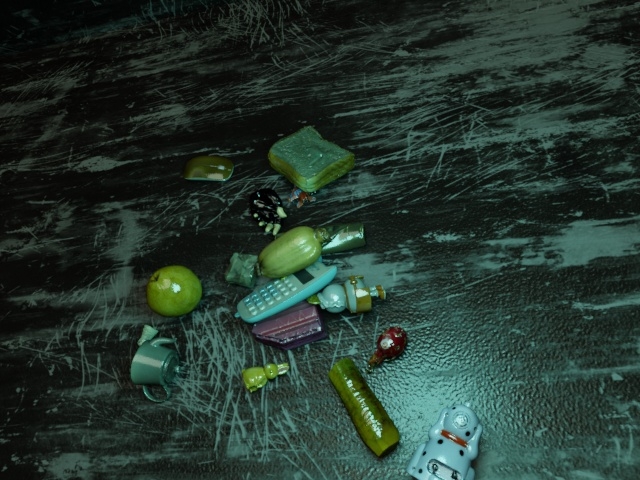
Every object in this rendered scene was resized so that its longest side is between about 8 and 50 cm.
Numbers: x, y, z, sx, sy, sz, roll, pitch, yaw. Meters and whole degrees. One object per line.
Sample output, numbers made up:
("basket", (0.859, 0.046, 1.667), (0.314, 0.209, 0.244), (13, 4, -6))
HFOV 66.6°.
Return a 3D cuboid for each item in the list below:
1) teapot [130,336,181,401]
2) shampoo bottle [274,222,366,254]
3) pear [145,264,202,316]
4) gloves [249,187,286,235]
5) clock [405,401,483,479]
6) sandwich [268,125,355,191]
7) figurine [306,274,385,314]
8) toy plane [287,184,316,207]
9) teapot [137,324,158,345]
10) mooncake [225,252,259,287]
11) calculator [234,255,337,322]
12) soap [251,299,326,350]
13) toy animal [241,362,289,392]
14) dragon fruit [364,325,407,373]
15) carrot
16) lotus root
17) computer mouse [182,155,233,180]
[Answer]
("teapot", (-0.572, 0.460, 1.750), (0.149, 0.162, 0.239), (9, 89, 7))
("shampoo bottle", (0.000, 0.000, 1.877), (0.350, 0.084, 0.125), (-9, 46, 10))
("pear", (-0.564, 0.191, 1.858), (0.209, 0.209, 0.208), (-7, 60, 12))
("gloves", (-0.213, -0.111, 1.985), (0.164, 0.124, 0.203), (-21, 78, 28))
("clock", (0.374, 0.584, 1.392), (0.189, 0.189, 0.254), (20, 69, 24))
("sandwich", (-0.051, -0.345, 2.048), (0.271, 0.099, 0.301), (-32, 55, -27))
("figurine", (0.090, 0.189, 1.695), (0.271, 0.143, 0.143), (8, 60, -11))
("toy plane", (-0.088, -0.224, 2.046), (0.130, 0.061, 0.189), (-24, 54, 2))
("teapot", (-0.669, 0.371, 1.873), (0.067, 0.057, 0.083), (-6, 55, 57))
("mooncake", (-0.301, 0.117, 1.901), (0.125, 0.073, 0.130), (8, 62, 23))
("calculator", (-0.132, 0.179, 1.746), (0.386, 0.054, 0.256), (-27, 17, -11))
("soap", (-0.119, 0.295, 1.735), (0.250, 0.099, 0.162), (-18, 58, 4))
("toy animal", (-0.188, 0.454, 1.686), (0.159, 0.070, 0.083), (-23, 56, -4))
("dragon fruit", (0.215, 0.364, 1.614), (0.094, 0.094, 0.190), (38, 81, 29))
("carrot", (0.133, 0.522, 1.531), (0.114, 0.114, 0.302), (-32, 56, -4))
("lotus root", (-0.101, 0.042, 1.775), (0.303, 0.146, 0.131), (-29, 14, 8))
("computer mouse", (-0.517, -0.325, 2.223), (0.245, 0.056, 0.126), (5, 63, 16))
